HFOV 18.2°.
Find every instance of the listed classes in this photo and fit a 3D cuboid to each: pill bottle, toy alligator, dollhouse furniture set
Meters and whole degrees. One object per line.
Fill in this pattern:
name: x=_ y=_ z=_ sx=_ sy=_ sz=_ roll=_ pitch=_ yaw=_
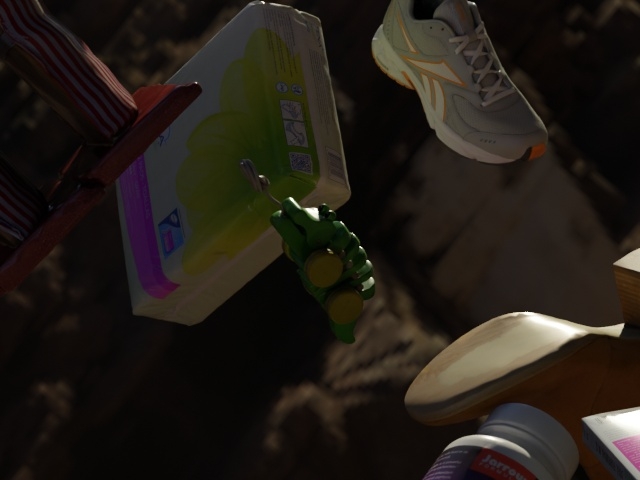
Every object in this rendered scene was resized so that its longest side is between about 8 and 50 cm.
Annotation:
pill bottle: x=0.117 y=0.214 z=1.493 sx=0.193 sy=0.108 sz=0.108 roll=-51 pitch=2 yaw=-37
toy alligator: x=0.000 y=0.000 z=1.497 sx=0.051 sy=0.190 sz=0.056 roll=-34 pitch=35 yaw=-7
dollhouse furniture set: x=-0.229 y=-0.103 z=1.171 sx=0.152 sy=0.201 sz=0.374 roll=-47 pitch=16 yaw=-9

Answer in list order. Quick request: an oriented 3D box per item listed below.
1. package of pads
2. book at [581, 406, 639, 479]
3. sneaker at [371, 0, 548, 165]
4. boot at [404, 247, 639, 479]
package of pads: x=-0.097 y=-0.081 z=2.060 sx=0.296 sy=0.101 sz=0.229 roll=-38 pitch=50 yaw=40
book: x=0.237 y=0.140 z=1.292 sx=0.096 sy=0.035 sz=0.144 roll=-9 pitch=18 yaw=-9
sneaker: x=0.148 y=-0.186 z=2.105 sx=0.099 sy=0.262 sz=0.121 roll=-21 pitch=-39 yaw=-32
boot: x=0.219 y=0.151 z=1.658 sx=0.295 sy=0.211 sz=0.104 roll=-27 pitch=26 yaw=-22
